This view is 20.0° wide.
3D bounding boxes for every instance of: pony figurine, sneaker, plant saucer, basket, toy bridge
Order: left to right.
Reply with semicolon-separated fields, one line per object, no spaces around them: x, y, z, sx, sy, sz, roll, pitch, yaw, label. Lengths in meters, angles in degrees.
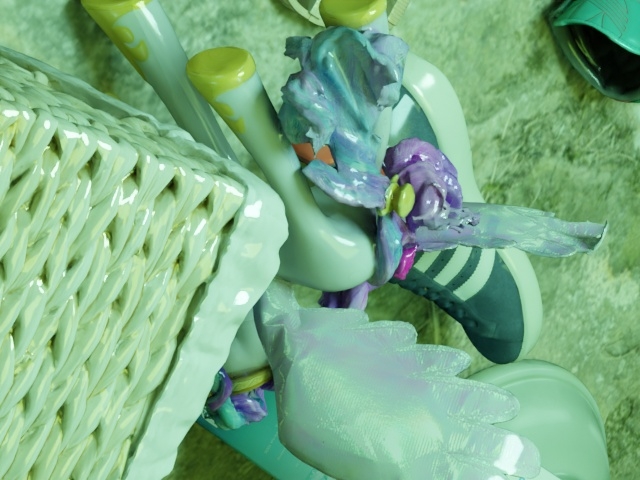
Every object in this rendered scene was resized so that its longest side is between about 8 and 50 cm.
-0.258;0.032;1.037;0.266;0.328;0.331;24;93;-47;basket
0.000;0.000;1.282;0.303;0.351;0.363;-59;145;-44;pony figurine
0.002;-0.199;1.398;0.188;0.026;0.063;27;94;-49;toy bridge
0.069;0.002;1.510;0.148;0.131;0.350;-41;128;-15;sneaker
0.175;0.318;1.797;0.400;0.100;0.401;-23;127;-35;plant saucer
0.280;-0.241;1.591;0.178;0.123;0.296;-38;135;-38;sneaker

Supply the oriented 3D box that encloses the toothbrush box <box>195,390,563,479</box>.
0.074;0.190;1.478;0.216;0.295;0.126;37;84;-49;toothbrush box
